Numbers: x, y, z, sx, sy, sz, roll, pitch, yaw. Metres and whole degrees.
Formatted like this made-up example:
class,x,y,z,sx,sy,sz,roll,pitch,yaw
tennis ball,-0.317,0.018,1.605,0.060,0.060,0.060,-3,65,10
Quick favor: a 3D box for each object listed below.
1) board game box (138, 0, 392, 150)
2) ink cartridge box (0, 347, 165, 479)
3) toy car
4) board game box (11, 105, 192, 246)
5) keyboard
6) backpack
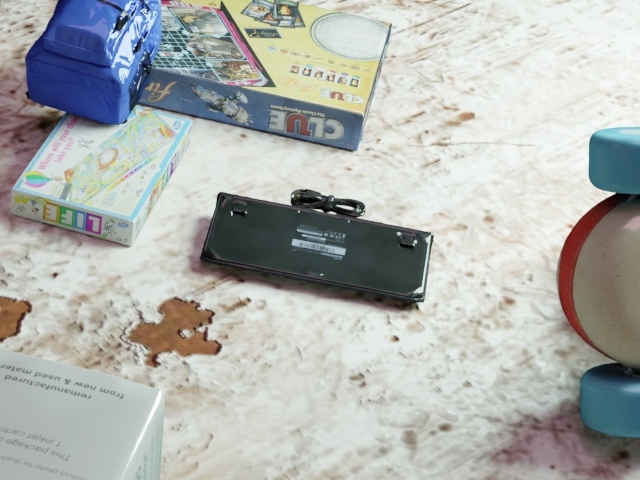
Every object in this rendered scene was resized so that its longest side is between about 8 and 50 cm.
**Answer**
class,x,y,z,sx,sy,sz,roll,pitch,yaw
board game box,-0.068,-0.167,1.578,0.243,0.042,0.165,13,38,4
ink cartridge box,-0.187,0.237,0.897,0.131,0.226,0.306,13,39,6
toy car,0.257,0.012,1.346,0.210,0.219,0.238,-3,11,-15
board game box,-0.178,-0.062,1.433,0.103,0.026,0.154,15,39,7
keyboard,0.000,0.000,1.401,0.180,0.023,0.108,11,44,0
backpack,-0.182,-0.173,1.459,0.098,0.101,0.120,20,52,3
